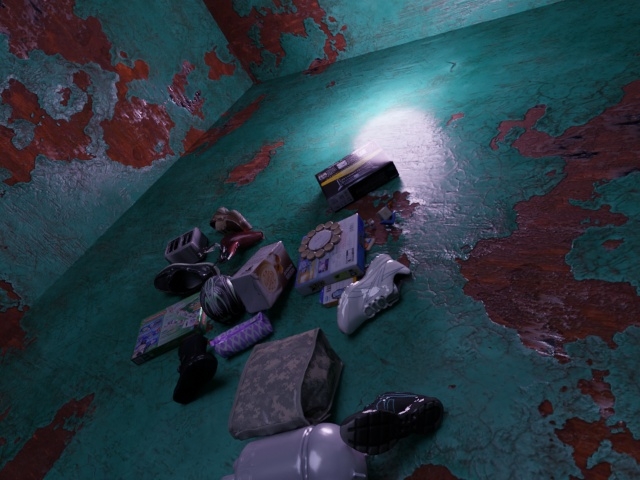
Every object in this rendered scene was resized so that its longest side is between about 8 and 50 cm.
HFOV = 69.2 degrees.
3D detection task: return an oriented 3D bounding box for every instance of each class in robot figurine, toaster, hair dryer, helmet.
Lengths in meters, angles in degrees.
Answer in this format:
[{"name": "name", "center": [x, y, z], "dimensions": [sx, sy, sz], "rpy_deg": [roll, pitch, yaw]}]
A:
[{"name": "robot figurine", "center": [-0.047, 0.527, 1.029], "dimensions": [0.354, 0.199, 0.300], "rpy_deg": [-21, 6, 17]}, {"name": "toaster", "center": [-0.627, 0.047, 2.174], "dimensions": [0.168, 0.110, 0.185], "rpy_deg": [-26, 35, 12]}, {"name": "hair dryer", "center": [-0.368, 0.039, 1.974], "dimensions": [0.294, 0.080, 0.224], "rpy_deg": [-33, 33, -26]}, {"name": "helmet", "center": [-0.363, 0.213, 1.708], "dimensions": [0.169, 0.161, 0.169], "rpy_deg": [-22, 36, 17]}]

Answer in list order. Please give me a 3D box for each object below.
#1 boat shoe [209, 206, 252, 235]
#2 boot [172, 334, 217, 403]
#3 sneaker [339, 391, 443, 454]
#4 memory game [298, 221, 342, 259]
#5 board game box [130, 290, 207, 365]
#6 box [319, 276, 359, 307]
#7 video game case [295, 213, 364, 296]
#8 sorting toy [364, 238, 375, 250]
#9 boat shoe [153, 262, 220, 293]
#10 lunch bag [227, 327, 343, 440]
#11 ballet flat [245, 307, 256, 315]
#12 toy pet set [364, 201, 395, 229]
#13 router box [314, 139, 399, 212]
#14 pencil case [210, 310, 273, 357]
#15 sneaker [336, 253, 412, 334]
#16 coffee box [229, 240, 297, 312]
[{"name": "boat shoe", "center": [-0.422, -0.071, 2.157], "dimensions": [0.116, 0.123, 0.324], "rpy_deg": [-50, 29, -15]}, {"name": "boot", "center": [-0.411, 0.387, 1.534], "dimensions": [0.246, 0.094, 0.207], "rpy_deg": [-55, 26, 29]}, {"name": "sneaker", "center": [0.148, 0.401, 1.043], "dimensions": [0.267, 0.101, 0.106], "rpy_deg": [1, 5, -31]}, {"name": "memory game", "center": [0.000, 0.000, 1.690], "dimensions": [0.186, 0.012, 0.186], "rpy_deg": [-26, 34, 19]}, {"name": "board game box", "center": [-0.590, 0.341, 1.840], "dimensions": [0.317, 0.046, 0.213], "rpy_deg": [-26, 34, 12]}, {"name": "box", "center": [0.062, 0.173, 1.531], "dimensions": [0.136, 0.028, 0.081], "rpy_deg": [-21, 36, 22]}, {"name": "video game case", "center": [0.038, 0.050, 1.658], "dimensions": [0.244, 0.061, 0.269], "rpy_deg": [-22, 36, 23]}, {"name": "sorting toy", "center": [0.153, 0.022, 1.652], "dimensions": [0.062, 0.012, 0.083], "rpy_deg": [3, 48, 41]}, {"name": "boat shoe", "center": [-0.592, 0.172, 1.965], "dimensions": [0.340, 0.127, 0.113], "rpy_deg": [-6, 16, 23]}, {"name": "lunch bag", "center": [-0.092, 0.397, 1.225], "dimensions": [0.235, 0.169, 0.287], "rpy_deg": [-20, 23, 25]}, {"name": "ballet flat", "center": [-0.253, 0.205, 1.723], "dimensions": [0.070, 0.070, 0.188], "rpy_deg": [-26, 31, 11]}, {"name": "toy pet set", "center": [0.237, -0.084, 1.694], "dimensions": [0.122, 0.065, 0.114], "rpy_deg": [-39, 0, -13]}, {"name": "router box", "center": [0.146, -0.276, 1.962], "dimensions": [0.309, 0.081, 0.243], "rpy_deg": [-30, 35, 6]}, {"name": "pencil case", "center": [-0.259, 0.316, 1.561], "dimensions": [0.206, 0.088, 0.086], "rpy_deg": [-32, 58, 5]}, {"name": "sneaker", "center": [0.160, 0.164, 1.396], "dimensions": [0.129, 0.111, 0.297], "rpy_deg": [20, 62, 43]}, {"name": "coffee box", "center": [-0.194, 0.124, 1.638], "dimensions": [0.098, 0.141, 0.246], "rpy_deg": [-18, 18, 28]}]
